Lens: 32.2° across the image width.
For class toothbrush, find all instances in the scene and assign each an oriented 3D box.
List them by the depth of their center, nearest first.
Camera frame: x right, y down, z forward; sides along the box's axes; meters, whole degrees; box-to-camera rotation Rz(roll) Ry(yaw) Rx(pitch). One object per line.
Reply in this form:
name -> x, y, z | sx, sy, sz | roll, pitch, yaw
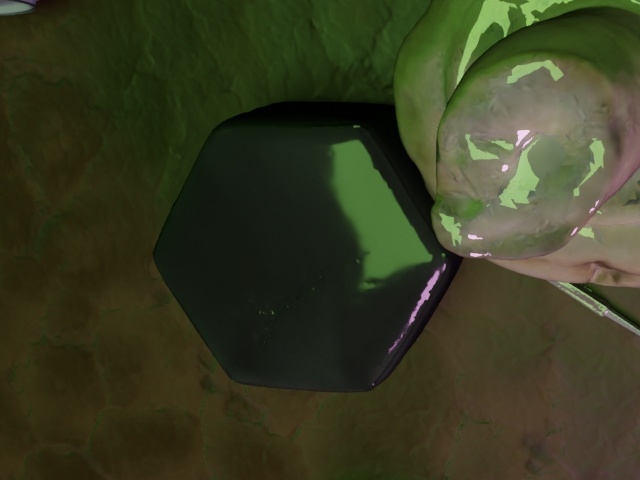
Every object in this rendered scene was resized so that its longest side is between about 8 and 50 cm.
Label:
toothbrush -> 0.206, 0.045, 0.876 | 0.194, 0.014, 0.017 | 36, 113, 7

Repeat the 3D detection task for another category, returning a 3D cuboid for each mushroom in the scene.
mushroom -> 0.178, -0.087, 0.679 | 0.314, 0.336, 0.314 | 10, 114, 22

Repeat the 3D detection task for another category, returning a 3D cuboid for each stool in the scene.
stool -> 0.000, 0.000, 0.866 | 0.232, 0.141, 0.232 | 5, 106, 19

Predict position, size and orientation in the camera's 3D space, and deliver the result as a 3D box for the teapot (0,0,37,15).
teapot -> -0.288, -0.262, 0.898 | 0.232, 0.159, 0.159 | 0, 106, -9
